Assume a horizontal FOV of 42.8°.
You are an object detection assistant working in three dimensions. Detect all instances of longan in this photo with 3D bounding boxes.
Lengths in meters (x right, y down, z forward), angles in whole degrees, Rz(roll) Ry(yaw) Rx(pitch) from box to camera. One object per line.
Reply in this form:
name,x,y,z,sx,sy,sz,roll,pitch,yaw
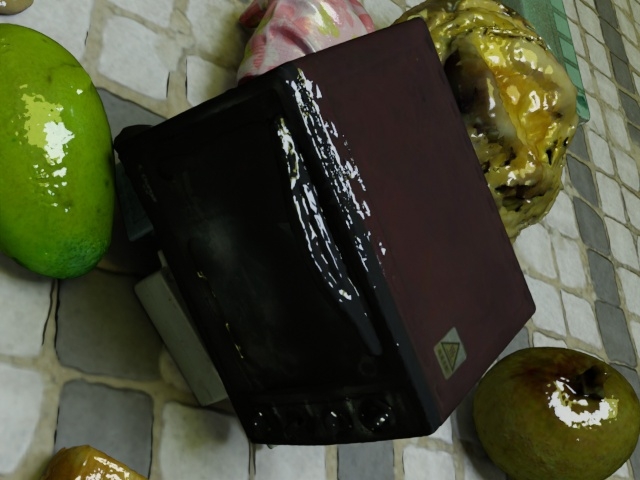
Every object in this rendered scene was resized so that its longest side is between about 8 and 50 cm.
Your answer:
longan,0.231,0.166,0.793,0.155,0.176,0.145,-19,56,-24

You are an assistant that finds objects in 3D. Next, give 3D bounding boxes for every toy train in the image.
toy train,0.263,-0.275,1.110,0.159,0.129,0.326,18,57,-41

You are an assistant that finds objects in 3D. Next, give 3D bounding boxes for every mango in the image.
mango,-0.189,-0.061,0.549,0.119,0.100,0.178,-16,88,-51

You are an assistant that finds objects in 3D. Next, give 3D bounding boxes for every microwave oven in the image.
microwave oven,0.002,-0.001,0.559,0.188,0.178,0.247,-34,104,-45

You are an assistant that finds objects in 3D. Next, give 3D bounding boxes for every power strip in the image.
power strip,-0.073,0.081,0.627,0.075,0.042,0.175,-30,92,-49

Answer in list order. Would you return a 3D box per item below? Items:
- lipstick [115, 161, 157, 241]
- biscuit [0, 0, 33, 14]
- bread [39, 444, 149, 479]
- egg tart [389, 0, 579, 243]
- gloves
lipstick,-0.025,-0.042,0.727,0.317,0.066,0.068,-1,70,-46
biscuit,-0.280,-0.208,0.601,0.147,0.018,0.071,4,68,-46
bread,-0.148,0.189,0.482,0.074,0.053,0.132,34,47,-22
egg tart,0.187,-0.136,0.897,0.297,0.132,0.297,1,87,-26
gloves,-0.004,-0.190,0.799,0.145,0.126,0.241,39,52,-20
